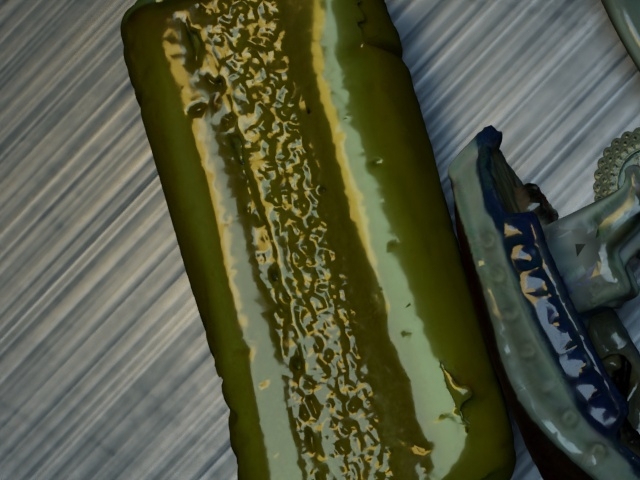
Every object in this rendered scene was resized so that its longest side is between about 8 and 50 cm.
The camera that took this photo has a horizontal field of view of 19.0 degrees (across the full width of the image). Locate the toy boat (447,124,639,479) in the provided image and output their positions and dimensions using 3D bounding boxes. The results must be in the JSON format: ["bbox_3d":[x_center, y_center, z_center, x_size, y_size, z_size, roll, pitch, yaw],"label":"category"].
[{"bbox_3d":[0.161,0.047,1.093,0.115,0.114,0.262,-22,79,20],"label":"toy boat"}]

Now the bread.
[{"bbox_3d":[0.000,0.000,1.144,0.166,0.112,0.384,-19,76,11],"label":"bread"}]

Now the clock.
[{"bbox_3d":[0.203,-0.030,1.158,0.074,0.010,0.083,-26,74,7],"label":"clock"}]

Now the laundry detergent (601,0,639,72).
[{"bbox_3d":[0.252,-0.200,1.122,0.398,0.124,0.264,44,103,18],"label":"laundry detergent"}]
